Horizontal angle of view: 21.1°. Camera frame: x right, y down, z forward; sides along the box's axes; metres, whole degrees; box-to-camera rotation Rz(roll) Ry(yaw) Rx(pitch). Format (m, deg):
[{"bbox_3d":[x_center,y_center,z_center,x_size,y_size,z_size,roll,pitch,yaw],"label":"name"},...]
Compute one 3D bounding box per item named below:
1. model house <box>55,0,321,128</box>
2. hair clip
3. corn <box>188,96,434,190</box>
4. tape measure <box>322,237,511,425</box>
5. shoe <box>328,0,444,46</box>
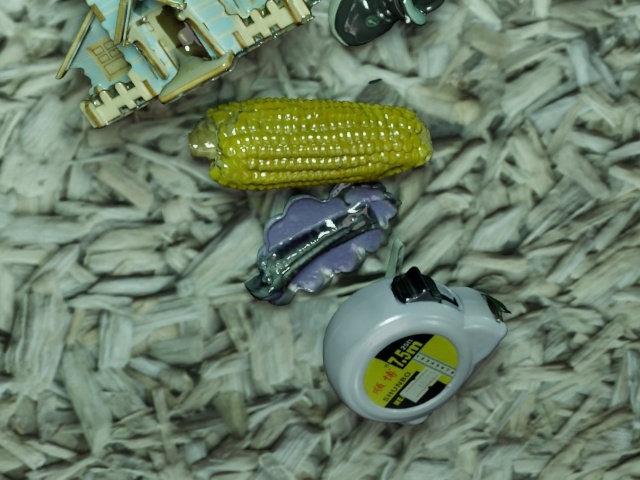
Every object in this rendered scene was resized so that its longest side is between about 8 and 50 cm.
[{"bbox_3d":[-0.156,-0.252,1.592,0.271,0.178,0.206,-24,112,21],"label":"model house"},{"bbox_3d":[0.001,0.001,1.881,0.195,0.052,0.124,-34,129,3],"label":"hair clip"},{"bbox_3d":[-0.010,-0.101,1.787,0.262,0.097,0.097,-1,122,-16],"label":"corn"},{"bbox_3d":[0.092,0.113,1.947,0.178,0.105,0.196,30,113,-36],"label":"tape measure"},{"bbox_3d":[0.082,-0.246,1.711,0.169,0.099,0.071,-42,124,15],"label":"shoe"}]
